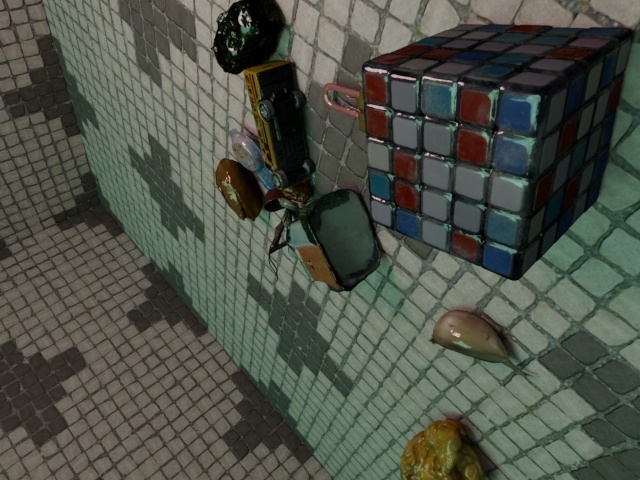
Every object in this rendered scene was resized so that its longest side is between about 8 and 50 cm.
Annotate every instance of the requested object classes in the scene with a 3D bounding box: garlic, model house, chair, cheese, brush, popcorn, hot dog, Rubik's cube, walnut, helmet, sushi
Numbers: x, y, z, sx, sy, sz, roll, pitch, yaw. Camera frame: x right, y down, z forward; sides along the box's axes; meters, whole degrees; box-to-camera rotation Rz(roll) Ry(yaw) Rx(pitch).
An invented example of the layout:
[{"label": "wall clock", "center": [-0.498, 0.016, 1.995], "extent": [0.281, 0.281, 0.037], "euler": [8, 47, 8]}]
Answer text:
[{"label": "garlic", "center": [0.387, 0.253, 1.162], "extent": [0.266, 0.148, 0.129], "euler": [26, 102, 46]}, {"label": "model house", "center": [0.000, 0.000, 1.367], "extent": [0.291, 0.184, 0.253], "euler": [-6, 114, 56]}, {"label": "chair", "center": [-0.115, 0.002, 1.552], "extent": [0.174, 0.148, 0.213], "euler": [-135, 25, -82]}, {"label": "cheese", "center": [-0.086, -0.108, 1.474], "extent": [0.067, 0.120, 0.026], "euler": [25, 94, 42]}, {"label": "brush", "center": [0.090, -0.311, 1.094], "extent": [0.233, 0.047, 0.103], "euler": [33, 142, 36]}, {"label": "popcorn", "center": [0.380, 0.701, 1.465], "extent": [0.265, 0.225, 0.333], "euler": [38, 133, 36]}, {"label": "hot dog", "center": [-0.091, -0.165, 1.449], "extent": [0.147, 0.065, 0.099], "euler": [38, 178, 26]}, {"label": "Rubik's cube", "center": [0.266, -0.162, 0.756], "extent": [0.291, 0.286, 0.293], "euler": [27, 138, 38]}, {"label": "walnut", "center": [-0.281, -0.174, 1.655], "extent": [0.137, 0.137, 0.245], "euler": [3, 130, 53]}, {"label": "helmet", "center": [-0.150, -0.141, 1.554], "extent": [0.111, 0.089, 0.057], "euler": [101, 150, -73]}, {"label": "sushi", "center": [-0.193, -0.519, 1.216], "extent": [0.124, 0.127, 0.225], "euler": [59, 147, -2]}, {"label": "cheese", "center": [-0.214, -0.258, 1.547], "extent": [0.245, 0.052, 0.135], "euler": [53, 151, -16]}]

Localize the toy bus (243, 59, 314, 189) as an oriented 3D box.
[{"label": "toy bus", "center": [-0.114, -0.311, 1.305], "extent": [0.123, 0.121, 0.336], "euler": [33, 143, 44]}]
